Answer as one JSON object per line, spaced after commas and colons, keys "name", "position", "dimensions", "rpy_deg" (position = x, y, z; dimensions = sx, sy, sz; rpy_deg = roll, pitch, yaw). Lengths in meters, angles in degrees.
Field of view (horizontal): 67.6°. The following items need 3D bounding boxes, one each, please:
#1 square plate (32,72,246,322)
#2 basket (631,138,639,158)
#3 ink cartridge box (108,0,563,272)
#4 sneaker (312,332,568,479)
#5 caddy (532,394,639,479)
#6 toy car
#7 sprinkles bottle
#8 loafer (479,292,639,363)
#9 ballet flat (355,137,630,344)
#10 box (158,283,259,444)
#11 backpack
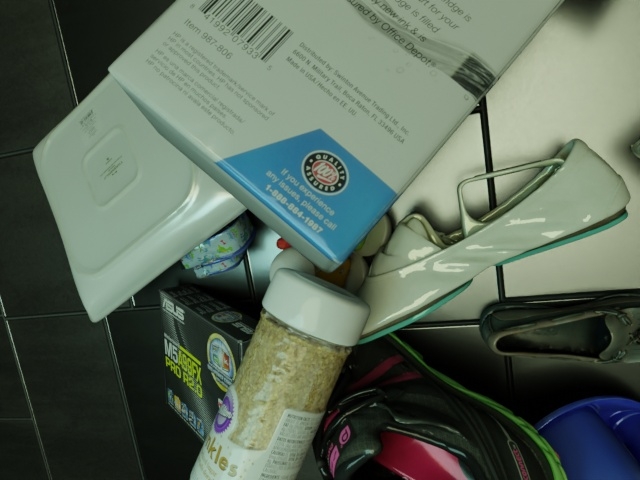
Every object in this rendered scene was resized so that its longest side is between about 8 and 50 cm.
{"name": "square plate", "position": [-0.303, -0.104, 0.724], "dimensions": [0.347, 0.049, 0.343], "rpy_deg": [-34, 72, 19]}
{"name": "basket", "position": [0.468, -0.125, 0.541], "dimensions": [0.113, 0.103, 0.167], "rpy_deg": [44, 110, 2]}
{"name": "ink cartridge box", "position": [0.032, -0.203, 0.532], "dimensions": [0.285, 0.166, 0.395], "rpy_deg": [41, 82, 3]}
{"name": "sneaker", "position": [0.061, 0.226, 0.628], "dimensions": [0.483, 0.202, 0.185], "rpy_deg": [18, 102, 39]}
{"name": "caddy", "position": [0.362, 0.376, 0.643], "dimensions": [0.242, 0.179, 0.340], "rpy_deg": [12, 106, -12]}
{"name": "toy car", "position": [0.000, 0.000, 0.688], "dimensions": [0.136, 0.159, 0.181], "rpy_deg": [40, 114, 43]}
{"name": "sprinkles bottle", "position": [-0.063, 0.213, 0.557], "dimensions": [0.121, 0.121, 0.355], "rpy_deg": [23, 91, 9]}
{"name": "loafer", "position": [0.354, 0.129, 0.636], "dimensions": [0.268, 0.084, 0.096], "rpy_deg": [-5, 100, 16]}
{"name": "ballet flat", "position": [0.183, -0.004, 0.627], "dimensions": [0.401, 0.139, 0.139], "rpy_deg": [-28, 93, 11]}
{"name": "box", "position": [-0.163, 0.203, 0.731], "dimensions": [0.270, 0.060, 0.216], "rpy_deg": [16, 110, 48]}
{"name": "backpack", "position": [-0.158, -0.001, 0.739], "dimensions": [0.115, 0.105, 0.084], "rpy_deg": [-16, 120, 20]}
